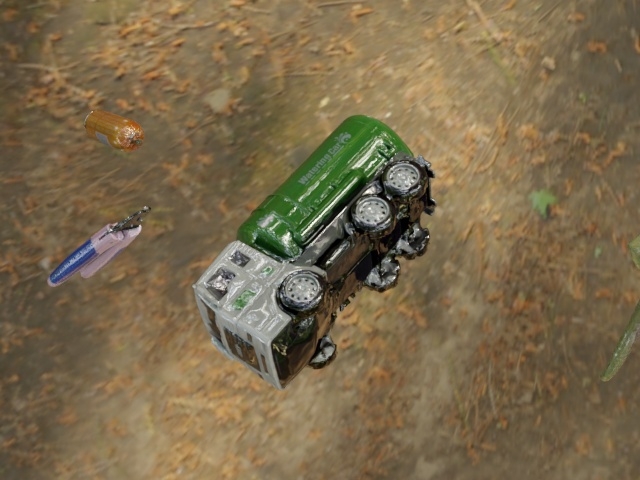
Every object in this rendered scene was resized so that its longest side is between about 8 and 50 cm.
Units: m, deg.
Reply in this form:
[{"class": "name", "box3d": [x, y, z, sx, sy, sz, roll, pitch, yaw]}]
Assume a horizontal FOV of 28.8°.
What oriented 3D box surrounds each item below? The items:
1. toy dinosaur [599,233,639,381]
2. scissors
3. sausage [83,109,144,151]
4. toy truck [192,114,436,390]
[{"class": "toy dinosaur", "box3d": [0.341, 0.043, 1.160, 0.251, 0.072, 0.200, -29, 125, 17]}, {"class": "scissors", "box3d": [-0.147, 0.004, 0.849, 0.113, 0.039, 0.012, -36, 75, 45]}, {"class": "sausage", "box3d": [-0.182, -0.097, 1.119, 0.031, 0.107, 0.031, -7, 105, -27]}, {"class": "toy truck", "box3d": [0.000, 0.000, 1.042, 0.125, 0.242, 0.101, 30, 153, 24]}]
